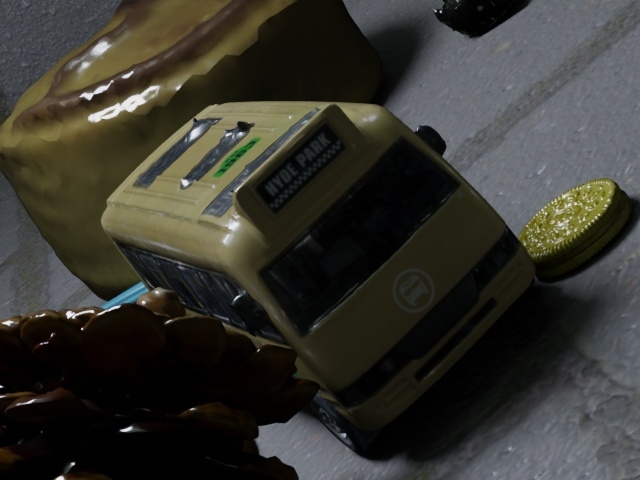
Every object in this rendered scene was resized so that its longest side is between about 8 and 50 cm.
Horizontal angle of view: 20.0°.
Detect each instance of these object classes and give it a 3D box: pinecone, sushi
[{"bbox_3d":[-0.129,0.153,1.057,0.264,0.264,0.264,-36,16,12],"label":"pinecone"},{"bbox_3d":[0.159,-0.242,1.806,0.084,0.056,0.083,-30,26,29],"label":"sushi"}]

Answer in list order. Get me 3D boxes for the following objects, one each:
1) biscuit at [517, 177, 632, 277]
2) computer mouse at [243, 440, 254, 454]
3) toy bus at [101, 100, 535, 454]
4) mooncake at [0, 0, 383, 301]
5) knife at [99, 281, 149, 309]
[{"bbox_3d":[0.167,-0.009,1.204,0.084,0.023,0.084,-37,16,13],"label":"biscuit"},{"bbox_3d":[-0.133,0.128,1.360,0.245,0.126,0.056,1,69,68],"label":"computer mouse"},{"bbox_3d":[-0.017,0.007,1.258,0.177,0.202,0.365,-44,17,-13],"label":"toy bus"},{"bbox_3d":[-0.138,-0.152,1.908,0.393,0.246,0.394,-31,21,10],"label":"mooncake"},{"bbox_3d":[-0.165,0.057,1.761,0.222,0.031,0.064,-27,38,40],"label":"knife"}]
